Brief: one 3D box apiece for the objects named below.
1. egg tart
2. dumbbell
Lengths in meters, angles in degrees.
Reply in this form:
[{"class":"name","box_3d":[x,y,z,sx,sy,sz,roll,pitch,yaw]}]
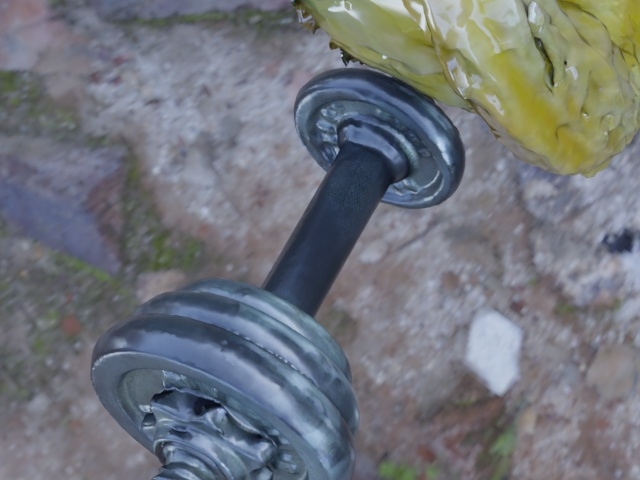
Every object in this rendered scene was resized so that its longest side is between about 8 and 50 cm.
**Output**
[{"class":"egg tart","box_3d":[0.051,-0.153,0.637,0.118,0.288,0.288,-7,107,23]},{"class":"dumbbell","box_3d":[0.000,0.000,0.699,0.110,0.254,0.110,22,151,13]}]
